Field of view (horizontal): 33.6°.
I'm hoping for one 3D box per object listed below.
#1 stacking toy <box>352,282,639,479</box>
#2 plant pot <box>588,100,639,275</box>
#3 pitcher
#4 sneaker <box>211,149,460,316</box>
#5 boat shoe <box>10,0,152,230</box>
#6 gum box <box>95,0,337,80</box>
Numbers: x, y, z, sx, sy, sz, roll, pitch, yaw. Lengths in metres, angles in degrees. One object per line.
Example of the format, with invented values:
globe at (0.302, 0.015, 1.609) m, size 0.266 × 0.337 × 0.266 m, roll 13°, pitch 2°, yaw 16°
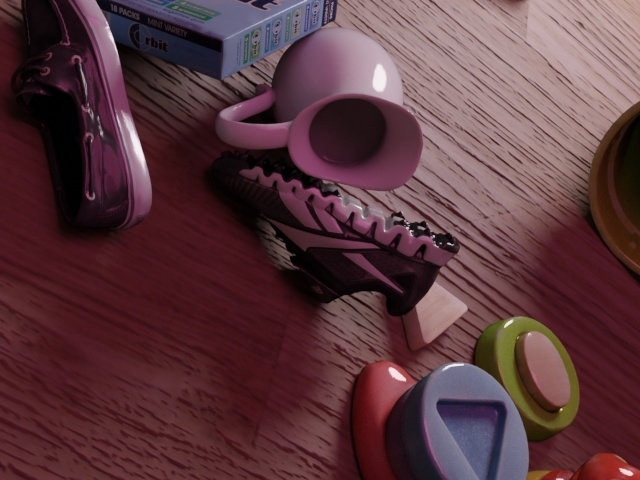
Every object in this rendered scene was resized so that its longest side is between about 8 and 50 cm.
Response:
stacking toy at (0.191, 0.157, 0.995) m, size 0.309 × 0.130 × 0.279 m, roll 28°, pitch 50°, yaw -27°
plant pot at (0.498, -0.110, 1.357) m, size 0.276 × 0.276 × 0.254 m, roll 49°, pitch 32°, yaw -7°
pitcher at (-0.007, -0.124, 0.974) m, size 0.178 × 0.125 × 0.207 m, roll 6°, pitch 25°, yaw -7°
sneaker at (0.000, 0.000, 0.955) m, size 0.234 × 0.106 × 0.078 m, roll 24°, pitch 10°, yaw -3°
boat shoe at (-0.207, -0.113, 0.850) m, size 0.076 × 0.080 × 0.228 m, roll -10°, pitch 81°, yaw -46°
gum box at (-0.097, -0.214, 0.965) m, size 0.157 × 0.041 × 0.184 m, roll 23°, pitch 38°, yaw 23°
